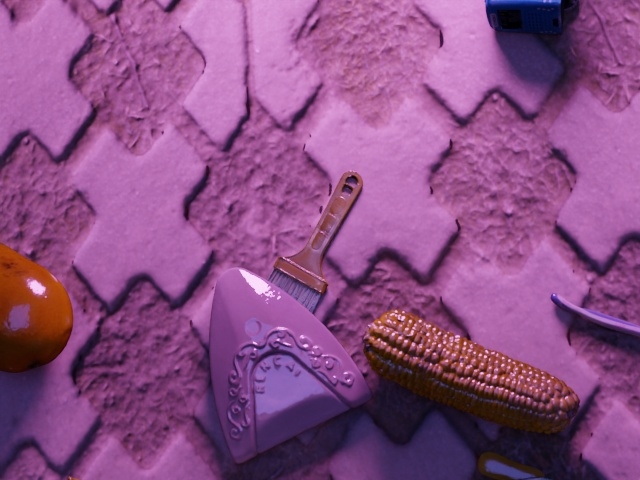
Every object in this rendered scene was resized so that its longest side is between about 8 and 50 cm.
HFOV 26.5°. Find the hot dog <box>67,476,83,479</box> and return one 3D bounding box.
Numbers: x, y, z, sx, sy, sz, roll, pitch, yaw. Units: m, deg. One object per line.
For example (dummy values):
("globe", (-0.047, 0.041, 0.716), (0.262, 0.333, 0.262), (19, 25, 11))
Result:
("hot dog", (-0.309, 0.432, 1.743), (0.123, 0.093, 0.262), (-18, 74, 1))

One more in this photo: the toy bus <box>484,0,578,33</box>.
("toy bus", (0.295, -0.418, 1.894), (0.134, 0.113, 0.246), (1, 77, 12))

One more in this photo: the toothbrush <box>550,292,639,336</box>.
("toothbrush", (0.431, 0.120, 1.787), (0.269, 0.021, 0.027), (19, 73, 11))

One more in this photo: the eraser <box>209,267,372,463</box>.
("eraser", (-0.074, 0.147, 1.806), (0.204, 0.059, 0.243), (-27, 81, 1))

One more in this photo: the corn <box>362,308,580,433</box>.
("corn", (0.193, 0.173, 1.758), (0.291, 0.101, 0.101), (19, 78, 9))

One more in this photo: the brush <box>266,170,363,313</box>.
("brush", (0.000, 0.000, 1.867), (0.082, 0.010, 0.218), (27, 80, 12))

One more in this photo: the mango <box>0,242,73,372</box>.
("mango", (-0.435, 0.089, 1.835), (0.221, 0.120, 0.152), (28, 77, 19))

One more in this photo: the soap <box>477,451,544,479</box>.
("soap", (0.247, 0.301, 1.763), (0.089, 0.012, 0.034), (19, 78, 10))

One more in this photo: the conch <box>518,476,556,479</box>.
("conch", (0.276, 0.406, 1.666), (0.202, 0.134, 0.196), (35, 94, 17))
